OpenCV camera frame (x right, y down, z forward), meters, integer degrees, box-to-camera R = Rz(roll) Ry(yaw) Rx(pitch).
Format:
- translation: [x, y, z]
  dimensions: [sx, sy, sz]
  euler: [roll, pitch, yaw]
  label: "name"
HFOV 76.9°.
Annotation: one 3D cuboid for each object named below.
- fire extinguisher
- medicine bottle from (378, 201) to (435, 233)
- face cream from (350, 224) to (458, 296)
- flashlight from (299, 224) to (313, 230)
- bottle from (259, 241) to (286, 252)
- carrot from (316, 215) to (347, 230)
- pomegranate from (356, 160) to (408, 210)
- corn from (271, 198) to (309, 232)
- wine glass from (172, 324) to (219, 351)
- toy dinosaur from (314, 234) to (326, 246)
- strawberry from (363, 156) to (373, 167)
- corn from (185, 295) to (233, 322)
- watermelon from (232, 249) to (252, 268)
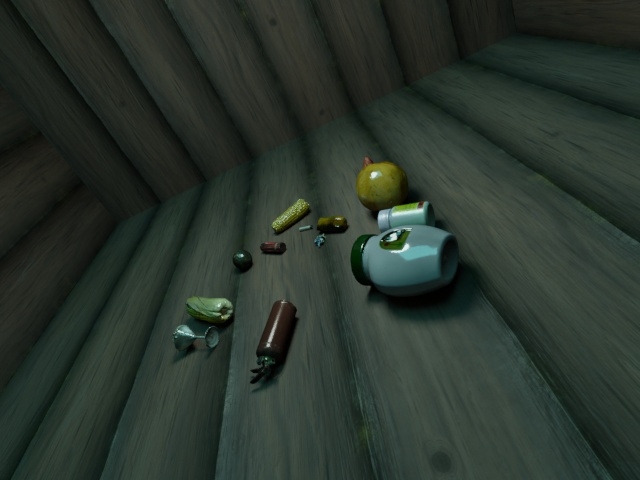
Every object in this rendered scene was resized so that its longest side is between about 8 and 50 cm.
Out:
- translation: [-0.193, 0.396, 1.567]
  dimensions: [0.147, 0.106, 0.337]
  euler: [-39, 20, 35]
  label: "fire extinguisher"
- translation: [0.382, -0.090, 1.786]
  dimensions: [0.225, 0.139, 0.139]
  euler: [-8, 36, 30]
  label: "medicine bottle"
- translation: [0.314, 0.073, 1.516]
  dimensions: [0.357, 0.219, 0.312]
  euler: [-4, 40, 40]
  label: "face cream"
- translation: [-0.079, -0.068, 2.240]
  dimensions: [0.083, 0.018, 0.018]
  euler: [-12, 34, 26]
  label: "flashlight"
- translation: [-0.262, 0.037, 2.196]
  dimensions: [0.164, 0.060, 0.060]
  euler: [0, 41, 39]
  label: "bottle"
- translation: [0.056, -0.087, 2.102]
  dimensions: [0.173, 0.082, 0.082]
  euler: [0, 40, 34]
  label: "carrot"
- translation: [0.304, -0.259, 1.999]
  dimensions: [0.264, 0.264, 0.264]
  euler: [-20, 31, 13]
  label: "pomegranate"
- translation: [-0.174, -0.143, 2.361]
  dimensions: [0.260, 0.091, 0.091]
  euler: [-39, 34, -13]
  label: "corn"
- translation: [-0.545, 0.431, 1.781]
  dimensions: [0.183, 0.122, 0.122]
  euler: [-5, 37, 25]
  label: "wine glass"
- translation: [0.000, 0.000, 2.063]
  dimensions: [0.047, 0.030, 0.083]
  euler: [-6, 37, 36]
  label: "toy dinosaur"
- translation: [0.298, -0.483, 2.505]
  dimensions: [0.073, 0.083, 0.073]
  euler: [-7, 32, 4]
  label: "strawberry"
- translation: [-0.533, 0.320, 1.919]
  dimensions: [0.305, 0.122, 0.123]
  euler: [0, 39, 42]
  label: "corn"
- translation: [-0.432, 0.098, 2.182]
  dimensions: [0.133, 0.105, 0.105]
  euler: [23, 55, 30]
  label: "watermelon"
